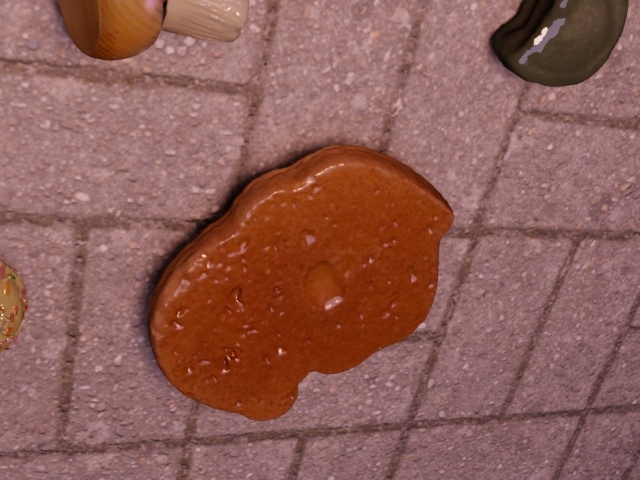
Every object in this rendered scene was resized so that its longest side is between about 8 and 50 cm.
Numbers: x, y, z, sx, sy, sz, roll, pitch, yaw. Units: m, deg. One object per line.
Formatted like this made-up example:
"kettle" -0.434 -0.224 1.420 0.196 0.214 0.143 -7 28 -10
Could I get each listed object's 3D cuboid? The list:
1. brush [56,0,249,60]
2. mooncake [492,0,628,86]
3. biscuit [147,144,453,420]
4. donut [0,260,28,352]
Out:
"brush" -0.185 -0.322 0.873 0.166 0.174 0.267 -19 112 -26
"mooncake" 0.306 -0.290 1.128 0.175 0.104 0.168 -36 131 6
"biscuit" -0.023 0.058 1.184 0.455 0.078 0.350 -32 131 0
"donut" -0.453 0.092 1.082 0.174 0.068 0.175 -10 125 -15
